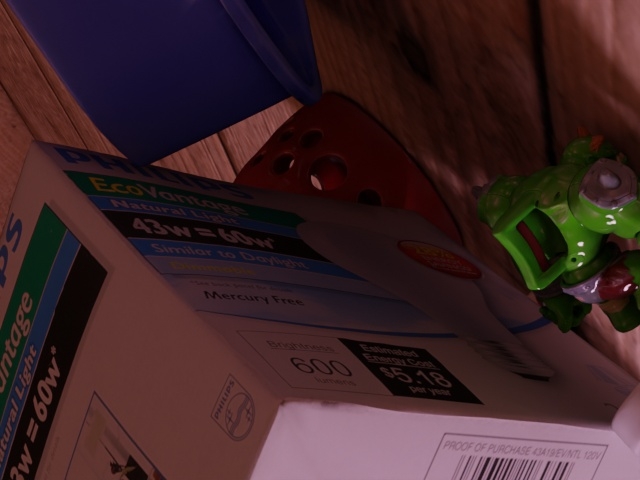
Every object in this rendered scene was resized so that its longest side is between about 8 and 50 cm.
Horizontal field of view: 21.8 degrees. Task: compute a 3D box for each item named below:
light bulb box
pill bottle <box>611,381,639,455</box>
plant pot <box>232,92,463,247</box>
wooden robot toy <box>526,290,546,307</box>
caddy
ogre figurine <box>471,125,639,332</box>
[{"bbox_3d":[-0.010,0.124,1.112,0.358,0.225,0.361,9,-160,-37],"label":"light bulb box"},{"bbox_3d":[0.272,0.151,0.936,0.216,0.121,0.121,46,169,20],"label":"pill bottle"},{"bbox_3d":[0.000,0.000,1.405,0.191,0.174,0.191,46,170,11],"label":"plant pot"},{"bbox_3d":[0.177,0.095,1.292,0.079,0.076,0.173,36,166,14],"label":"wooden robot toy"},{"bbox_3d":[-0.120,-0.221,1.135,0.341,0.179,0.241,56,-171,-19],"label":"caddy"},{"bbox_3d":[0.162,0.003,0.955,0.118,0.097,0.197,44,179,-17],"label":"ogre figurine"}]
